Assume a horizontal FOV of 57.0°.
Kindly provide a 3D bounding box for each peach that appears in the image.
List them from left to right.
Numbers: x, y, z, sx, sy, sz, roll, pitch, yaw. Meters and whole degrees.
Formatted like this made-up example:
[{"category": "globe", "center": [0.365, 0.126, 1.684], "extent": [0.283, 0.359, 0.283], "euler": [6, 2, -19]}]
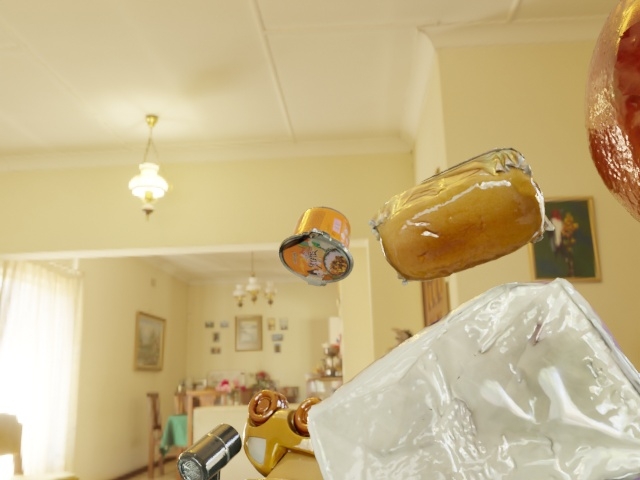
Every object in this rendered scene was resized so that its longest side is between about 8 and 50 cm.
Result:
[{"category": "peach", "center": [0.353, -0.112, 0.508], "extent": [0.238, 0.281, 0.281], "euler": [5, -5, 42]}]

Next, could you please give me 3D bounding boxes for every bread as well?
[{"category": "bread", "center": [0.204, -0.030, 0.869], "extent": [0.241, 0.107, 0.136], "euler": [-23, -65, 21]}]

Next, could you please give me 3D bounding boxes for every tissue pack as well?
[{"category": "tissue pack", "center": [0.170, 0.168, 0.547], "extent": [0.242, 0.160, 0.338], "euler": [-33, -28, 16]}]

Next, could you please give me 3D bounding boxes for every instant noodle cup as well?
[{"category": "instant noodle cup", "center": [0.000, 0.000, 1.398], "extent": [0.177, 0.125, 0.208], "euler": [20, -38, -7]}]

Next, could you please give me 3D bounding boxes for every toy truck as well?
[{"category": "toy truck", "center": [-0.041, 0.460, 1.275], "extent": [0.288, 0.212, 0.204], "euler": [-4, -40, 32]}]

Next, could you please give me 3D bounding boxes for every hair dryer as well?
[{"category": "hair dryer", "center": [-0.221, 0.481, 1.157], "extent": [0.071, 0.219, 0.124], "euler": [15, 20, 24]}]
